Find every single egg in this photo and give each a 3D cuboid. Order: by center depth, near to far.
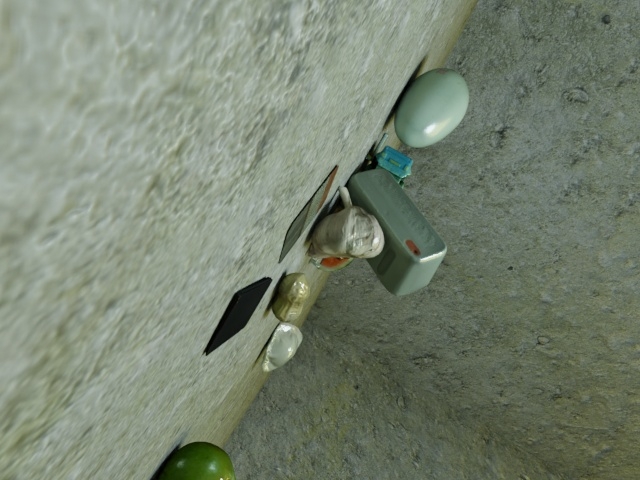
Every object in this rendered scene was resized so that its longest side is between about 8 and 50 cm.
[{"bbox_3d":[0.399,-0.477,1.474,0.371,0.230,0.230,-51,170,-29],"label":"egg"}]

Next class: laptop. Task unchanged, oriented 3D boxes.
[{"bbox_3d":[-0.159,0.142,0.806,0.135,0.016,0.197,-60,173,7],"label":"laptop"}]

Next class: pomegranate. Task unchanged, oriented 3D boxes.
[{"bbox_3d":[-0.298,0.586,0.982,0.159,0.190,0.241,-90,-163,-45],"label":"pomegranate"}]

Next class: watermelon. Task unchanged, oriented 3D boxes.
[{"bbox_3d":[0.070,0.095,2.067,0.193,0.137,0.145,42,-72,53],"label":"watermelon"}]

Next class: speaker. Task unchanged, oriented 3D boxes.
[{"bbox_3d":[0.222,-0.041,1.329,0.183,0.406,0.184,-16,147,-25],"label":"speaker"}]

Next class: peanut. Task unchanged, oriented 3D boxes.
[{"bbox_3d":[-0.086,0.163,1.157,0.099,0.090,0.214,-18,147,-34],"label":"peanut"}]

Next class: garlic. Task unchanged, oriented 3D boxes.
[{"bbox_3d":[0.084,-0.053,1.195,0.218,0.219,0.212,63,28,-83],"label":"garlic"},{"bbox_3d":[0.045,-0.010,1.336,0.195,0.101,0.087,-56,-177,-3],"label":"garlic"}]

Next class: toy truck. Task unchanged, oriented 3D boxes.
[{"bbox_3d":[0.242,-0.245,1.542,0.156,0.155,0.279,-60,180,-6],"label":"toy truck"}]

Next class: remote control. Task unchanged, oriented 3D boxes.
[{"bbox_3d":[0.235,-0.370,1.623,0.124,0.018,0.053,-60,175,5],"label":"remote control"}]

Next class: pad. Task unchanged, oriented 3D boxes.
[{"bbox_3d":[-0.022,-0.007,1.025,0.250,0.055,0.323,-56,155,-36],"label":"pad"}]

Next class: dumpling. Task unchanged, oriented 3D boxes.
[{"bbox_3d":[-0.170,0.438,1.695,0.229,0.124,0.151,-48,130,-32],"label":"dumpling"}]

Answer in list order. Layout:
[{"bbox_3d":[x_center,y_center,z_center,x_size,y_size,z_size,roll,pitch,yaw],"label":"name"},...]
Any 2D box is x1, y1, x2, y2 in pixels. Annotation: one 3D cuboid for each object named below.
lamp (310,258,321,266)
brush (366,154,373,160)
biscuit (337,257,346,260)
[{"bbox_3d":[0.023,0.012,1.535,0.198,0.050,0.056,-60,171,12],"label":"lamp"},{"bbox_3d":[0.178,-0.301,1.475,0.021,0.019,0.083,-51,179,19],"label":"brush"},{"bbox_3d":[0.161,-0.074,1.916,0.318,0.111,0.312,-67,172,17],"label":"biscuit"}]
